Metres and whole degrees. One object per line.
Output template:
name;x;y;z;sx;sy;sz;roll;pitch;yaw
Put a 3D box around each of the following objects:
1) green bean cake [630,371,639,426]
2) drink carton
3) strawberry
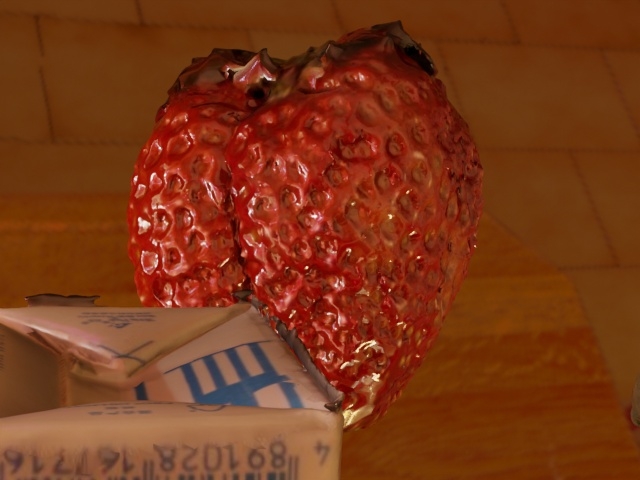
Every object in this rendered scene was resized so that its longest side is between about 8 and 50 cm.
green bean cake;0.206;0.057;0.370;0.173;0.181;0.094;3;66;-28
drink carton;-0.077;0.191;0.509;0.132;0.194;0.324;0;98;-11
strawberry;0.000;0.000;0.966;0.238;0.250;0.288;24;52;-61
